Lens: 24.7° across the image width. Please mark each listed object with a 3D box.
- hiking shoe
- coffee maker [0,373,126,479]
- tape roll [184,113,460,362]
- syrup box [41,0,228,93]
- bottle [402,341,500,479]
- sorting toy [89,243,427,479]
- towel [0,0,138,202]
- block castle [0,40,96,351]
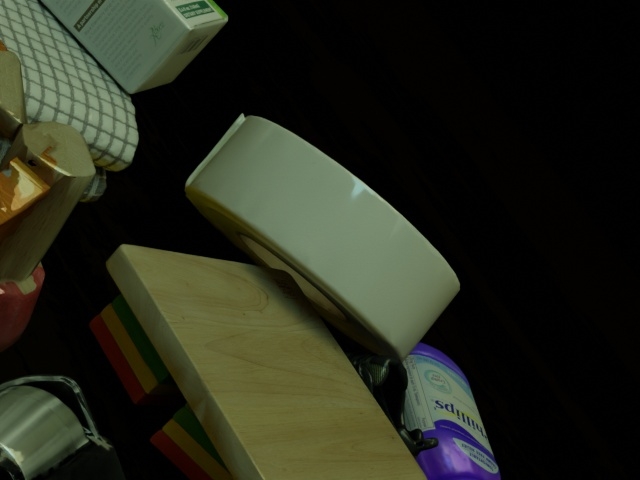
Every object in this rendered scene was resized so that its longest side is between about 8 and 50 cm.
[{"bbox_3d":[0.032,0.138,1.423,0.086,0.114,0.227,14,37,-56],"label":"hiking shoe"},{"bbox_3d":[-0.192,0.183,0.895,0.171,0.120,0.178,47,21,2],"label":"coffee maker"},{"bbox_3d":[0.000,0.000,1.476,0.286,0.100,0.286,38,-7,6],"label":"tape roll"},{"bbox_3d":[-0.211,-0.258,1.388,0.237,0.096,0.093,48,23,4],"label":"syrup box"},{"bbox_3d":[0.121,0.224,1.464,0.118,0.092,0.283,35,22,-28],"label":"bottle"},{"bbox_3d":[-0.062,0.139,1.275,0.257,0.089,0.255,12,38,-57],"label":"sorting toy"},{"bbox_3d":[-0.315,-0.176,1.356,0.235,0.121,0.284,21,33,-45],"label":"towel"},{"bbox_3d":[-0.392,-0.071,0.879,0.453,0.213,0.303,40,32,4],"label":"block castle"}]
